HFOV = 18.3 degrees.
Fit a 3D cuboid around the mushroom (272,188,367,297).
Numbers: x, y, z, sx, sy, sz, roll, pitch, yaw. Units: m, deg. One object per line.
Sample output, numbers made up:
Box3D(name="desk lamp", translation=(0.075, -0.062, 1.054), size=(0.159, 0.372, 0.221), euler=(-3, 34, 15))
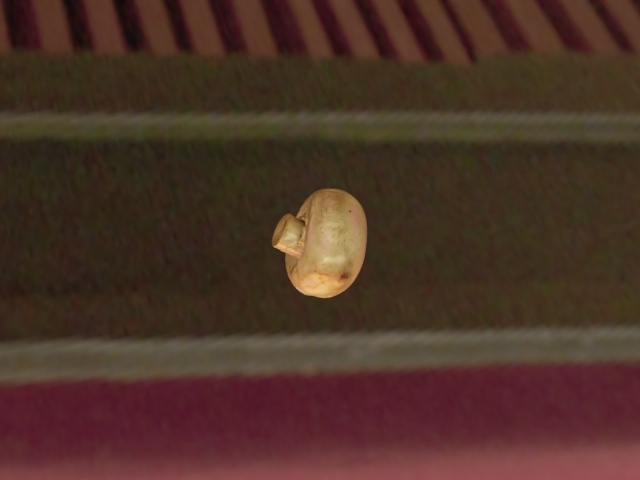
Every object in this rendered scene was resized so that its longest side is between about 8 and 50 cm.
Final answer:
Box3D(name="mushroom", translation=(0.000, 0.000, 1.475), size=(0.067, 0.083, 0.084), euler=(19, 119, -15))
